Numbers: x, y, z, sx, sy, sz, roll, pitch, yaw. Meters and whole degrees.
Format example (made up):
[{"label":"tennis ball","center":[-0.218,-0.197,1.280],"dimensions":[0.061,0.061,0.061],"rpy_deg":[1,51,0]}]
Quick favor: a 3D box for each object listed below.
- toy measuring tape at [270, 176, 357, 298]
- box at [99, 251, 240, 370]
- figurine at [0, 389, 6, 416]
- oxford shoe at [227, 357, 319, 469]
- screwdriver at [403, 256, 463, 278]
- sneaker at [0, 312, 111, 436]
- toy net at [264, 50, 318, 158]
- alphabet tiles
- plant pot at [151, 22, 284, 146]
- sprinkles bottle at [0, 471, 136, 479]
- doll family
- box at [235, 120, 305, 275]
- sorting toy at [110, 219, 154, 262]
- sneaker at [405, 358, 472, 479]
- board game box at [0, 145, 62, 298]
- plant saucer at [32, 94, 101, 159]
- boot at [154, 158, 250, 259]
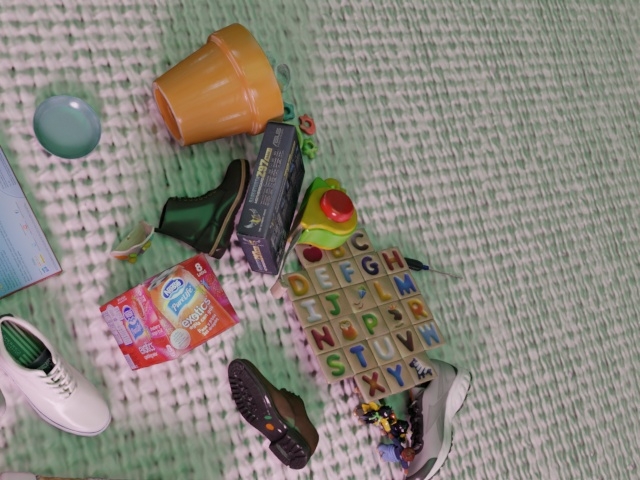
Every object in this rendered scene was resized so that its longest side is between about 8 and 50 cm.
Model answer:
[{"label":"toy measuring tape","center":[0.000,0.000,1.631],"dimensions":[0.121,0.121,0.330],"rpy_deg":[36,43,-17]},{"label":"box","center":[-0.251,0.120,1.402],"dimensions":[0.122,0.257,0.128],"rpy_deg":[-29,92,-30]},{"label":"figurine","center":[-0.576,0.170,1.247],"dimensions":[0.215,0.092,0.209],"rpy_deg":[-3,74,-27]},{"label":"oxford shoe","center":[-0.085,0.300,1.566],"dimensions":[0.227,0.083,0.096],"rpy_deg":[55,39,-6]},{"label":"screwdriver","center":[0.241,0.060,1.836],"dimensions":[0.170,0.024,0.025],"rpy_deg":[10,101,-29]},{"label":"sneaker","center":[-0.435,0.218,1.370],"dimensions":[0.258,0.091,0.094],"rpy_deg":[43,61,-13]},{"label":"toy net","center":[-0.065,-0.279,1.737],"dimensions":[0.122,0.045,0.232],"rpy_deg":[-6,80,-30]},{"label":"alphabet tiles","center":[0.087,0.136,1.677],"dimensions":[0.285,0.011,0.343],"rpy_deg":[-13,67,-31]},{"label":"plant pot","center":[-0.198,-0.268,1.586],"dimensions":[0.188,0.205,0.205],"rpy_deg":[-28,91,-16]},{"label":"sprinkles bottle","center":[-0.329,0.436,1.355],"dimensions":[0.355,0.121,0.121],"rpy_deg":[12,71,-27]},{"label":"doll family","center":[0.125,0.351,1.640],"dimensions":[0.076,0.111,0.193],"rpy_deg":[-39,98,-31]},{"label":"box","center":[-0.088,-0.075,1.593],"dimensions":[0.059,0.183,0.233],"rpy_deg":[10,69,8]},{"label":"sorting toy","center":[-0.316,0.002,1.504],"dimensions":[0.045,0.075,0.083],"rpy_deg":[45,61,-12]},{"label":"sneaker","center":[0.209,0.359,1.705],"dimensions":[0.108,0.100,0.271],"rpy_deg":[27,60,-9]},{"label":"board game box","center":[-0.552,-0.045,1.412],"dimensions":[0.145,0.027,0.281],"rpy_deg":[-27,91,-33]},{"label":"plant saucer","center":[-0.446,-0.196,1.514],"dimensions":[0.119,0.021,0.119],"rpy_deg":[8,74,-28]},{"label":"boot","center":[-0.216,-0.080,1.588],"dimensions":[0.137,0.077,0.198],"rpy_deg":[21,66,-18]}]
